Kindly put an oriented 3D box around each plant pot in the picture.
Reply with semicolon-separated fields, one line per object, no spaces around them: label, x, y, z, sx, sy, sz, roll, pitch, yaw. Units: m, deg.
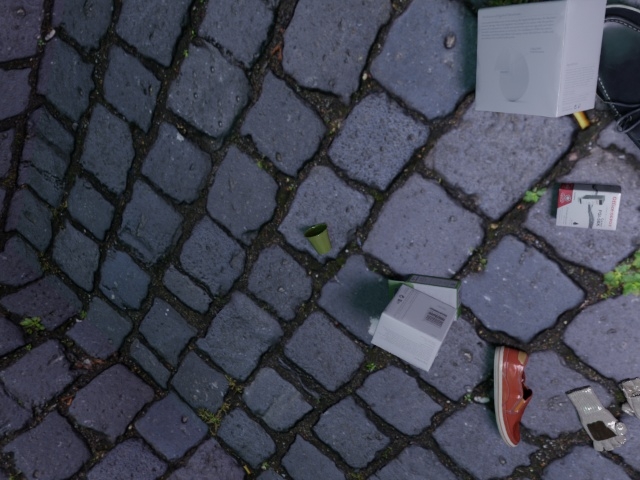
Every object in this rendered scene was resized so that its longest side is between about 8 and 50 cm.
plant pot;0.000;0.000;1.669;0.083;0.083;0.079;-10;119;32

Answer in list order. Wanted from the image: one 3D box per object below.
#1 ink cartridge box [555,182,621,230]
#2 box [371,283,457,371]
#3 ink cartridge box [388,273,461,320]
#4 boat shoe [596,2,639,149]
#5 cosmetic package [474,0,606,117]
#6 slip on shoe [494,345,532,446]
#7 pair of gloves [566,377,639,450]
ink cartridge box;0.658;-0.083;1.271;0.136;0.056;0.099;7;114;27
box;0.269;0.245;1.480;0.182;0.181;0.118;25;122;17
ink cartridge box;0.317;0.168;1.569;0.210;0.062;0.108;6;115;27
boat shoe;0.718;-0.289;1.088;0.187;0.156;0.500;-36;90;37
cosmetic package;0.471;-0.401;1.133;0.224;0.138;0.224;28;129;53
slip on shoe;0.575;0.470;1.534;0.102;0.123;0.330;0;107;25
pair of gloves;0.841;0.485;1.433;0.240;0.042;0.204;-24;98;34
